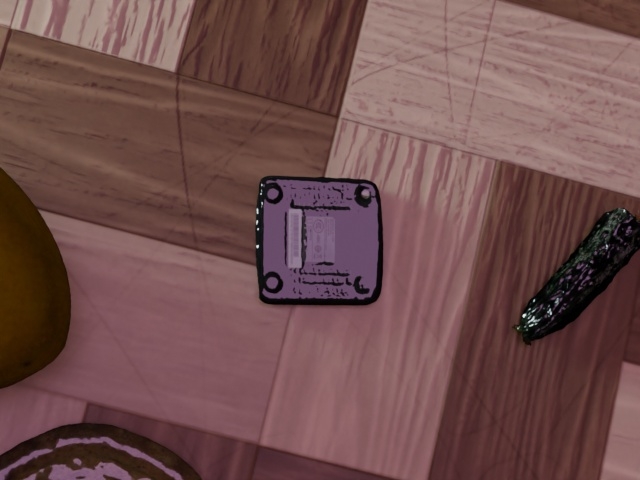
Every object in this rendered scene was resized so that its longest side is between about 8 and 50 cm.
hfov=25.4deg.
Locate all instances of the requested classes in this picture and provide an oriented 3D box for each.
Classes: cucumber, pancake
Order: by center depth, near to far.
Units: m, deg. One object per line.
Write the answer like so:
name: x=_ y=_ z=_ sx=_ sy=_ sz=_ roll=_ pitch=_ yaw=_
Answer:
pancake: x=-0.217 y=0.314 z=1.294 sx=0.288 sy=0.033 sz=0.286 roll=-42 pitch=88 yaw=-12
cucumber: x=0.261 y=0.034 z=1.402 sx=0.053 sy=0.053 sz=0.181 roll=42 pitch=80 yaw=1

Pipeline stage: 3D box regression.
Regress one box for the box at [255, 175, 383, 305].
box: x=0.000 y=0.000 z=1.382 sx=0.125 sy=0.027 sz=0.126 roll=1 pitch=80 yaw=-8

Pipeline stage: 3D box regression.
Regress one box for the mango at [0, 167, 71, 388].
mango: x=-0.430 y=0.009 z=1.228 sx=0.445 sy=0.220 sz=0.301 roll=22 pitch=75 yaw=-7
